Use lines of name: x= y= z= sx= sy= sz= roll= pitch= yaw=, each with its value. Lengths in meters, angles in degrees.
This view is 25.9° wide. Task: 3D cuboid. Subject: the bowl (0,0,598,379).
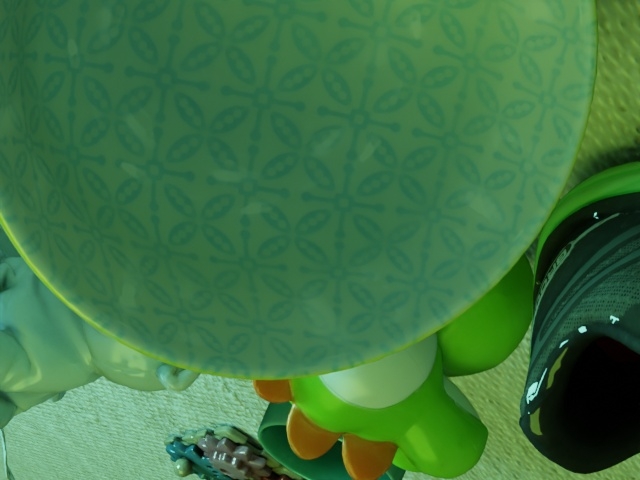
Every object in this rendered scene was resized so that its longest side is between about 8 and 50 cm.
bowl: x=-0.028 y=-0.094 z=0.675 sx=0.289 sy=0.289 sz=0.156 roll=37 pitch=-176 yaw=-21

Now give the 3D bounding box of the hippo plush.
hippo plush: x=-0.205 y=0.082 z=1.107 sx=0.236 sy=0.234 sz=0.294 roll=-5 pitch=123 yaw=20

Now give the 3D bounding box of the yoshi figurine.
yoshi figurine: x=0.011 y=-0.017 z=0.884 sx=0.203 sy=0.203 sz=0.362 roll=-32 pitch=110 yaw=13

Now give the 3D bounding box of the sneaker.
sneaker: x=0.281 y=0.042 z=0.661 sx=0.185 sy=0.202 sz=0.483 roll=36 pitch=152 yaw=-21

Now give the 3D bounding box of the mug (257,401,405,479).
mug: x=0.029 y=0.144 z=1.180 sx=0.129 sy=0.097 sz=0.157 roll=34 pitch=151 yaw=-16

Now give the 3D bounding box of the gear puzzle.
gear puzzle: x=-0.026 y=0.321 z=1.603 sx=0.339 sy=0.044 sz=0.175 roll=36 pitch=151 yaw=-21
